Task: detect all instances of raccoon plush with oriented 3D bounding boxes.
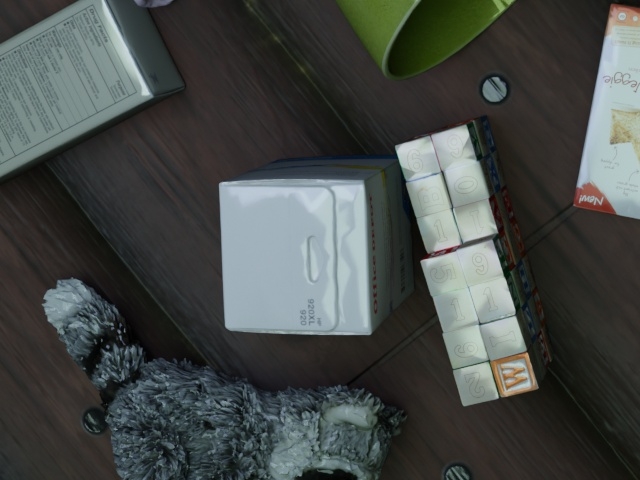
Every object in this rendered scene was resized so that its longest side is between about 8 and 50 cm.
[{"bbox_3d":[-0.112,0.167,1.931,0.299,0.216,0.446,-37,89,10],"label":"raccoon plush"}]

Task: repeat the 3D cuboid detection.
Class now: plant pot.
[{"bbox_3d":[0.076,-0.372,1.764,0.275,0.275,0.293,-46,76,17],"label":"plant pot"}]

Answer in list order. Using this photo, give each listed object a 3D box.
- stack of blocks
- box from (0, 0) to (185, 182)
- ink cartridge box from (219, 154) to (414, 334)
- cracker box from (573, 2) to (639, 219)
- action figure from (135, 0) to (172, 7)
[{"bbox_3d":[0.174,0.018,1.835,0.087,0.171,0.297,-15,95,17],"label":"stack of blocks"},{"bbox_3d":[-0.338,-0.174,1.964,0.311,0.121,0.148,-24,93,17],"label":"box"},{"bbox_3d":[0.000,0.000,1.845,0.168,0.233,0.171,-1,99,15],"label":"ink cartridge box"},{"bbox_3d":[0.379,-0.137,1.808,0.156,0.067,0.232,11,103,13],"label":"cracker box"},{"bbox_3d":[-0.161,-0.465,1.803,0.370,0.248,0.275,-36,90,20],"label":"action figure"}]
